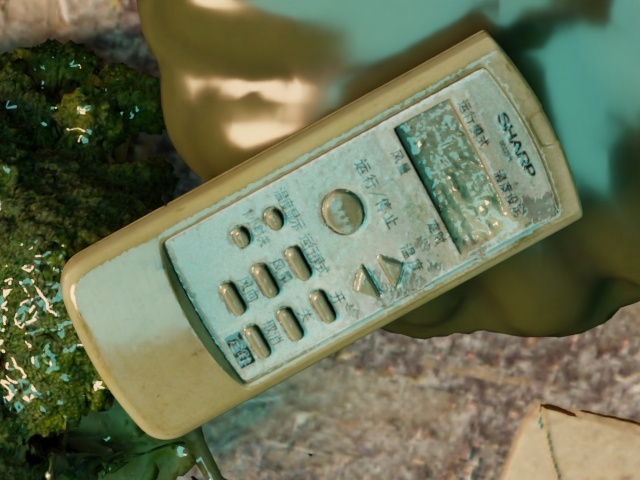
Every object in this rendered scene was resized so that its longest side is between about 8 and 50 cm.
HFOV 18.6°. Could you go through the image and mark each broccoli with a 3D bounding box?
[{"bbox_3d":[-0.176,0.061,1.030,0.321,0.304,0.283,-43,134,17],"label":"broccoli"}]

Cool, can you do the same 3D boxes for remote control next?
[{"bbox_3d":[0.000,0.000,0.885,0.233,0.038,0.098,-29,108,1],"label":"remote control"}]

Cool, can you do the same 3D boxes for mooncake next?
[{"bbox_3d":[0.090,-0.128,0.976,0.356,0.194,0.356,0,111,1],"label":"mooncake"}]
